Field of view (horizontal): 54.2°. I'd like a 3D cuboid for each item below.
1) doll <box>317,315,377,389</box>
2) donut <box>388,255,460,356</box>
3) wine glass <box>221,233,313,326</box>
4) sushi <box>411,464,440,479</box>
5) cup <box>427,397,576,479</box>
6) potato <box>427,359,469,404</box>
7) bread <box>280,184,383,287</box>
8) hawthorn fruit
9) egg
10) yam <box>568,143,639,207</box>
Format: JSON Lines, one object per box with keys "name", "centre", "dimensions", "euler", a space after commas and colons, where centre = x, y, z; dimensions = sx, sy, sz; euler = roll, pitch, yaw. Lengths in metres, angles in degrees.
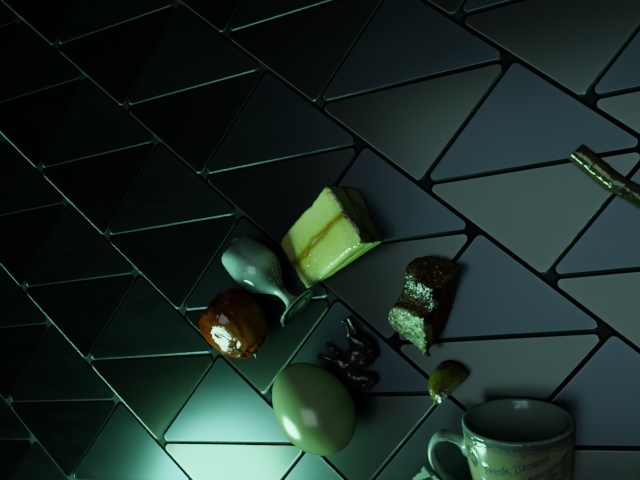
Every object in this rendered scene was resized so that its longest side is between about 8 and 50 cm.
{"name": "doll", "centre": [0.083, 0.291, 1.549], "dimensions": [0.165, 0.057, 0.139], "euler": [41, 105, 9]}
{"name": "donut", "centre": [0.241, 0.145, 1.448], "dimensions": [0.126, 0.144, 0.186], "euler": [26, 132, 28]}
{"name": "wine glass", "centre": [-0.139, 0.097, 1.609], "dimensions": [0.241, 0.126, 0.126], "euler": [42, 107, 15]}
{"name": "sushi", "centre": [0.320, 0.675, 1.398], "dimensions": [0.339, 0.069, 0.320], "euler": [41, 137, 21]}
{"name": "cup", "centre": [0.381, 0.493, 1.321], "dimensions": [0.301, 0.227, 0.256], "euler": [-2, 96, 17]}
{"name": "potato", "centre": [0.281, 0.323, 1.432], "dimensions": [0.066, 0.103, 0.096], "euler": [46, 107, 14]}
{"name": "bread", "centre": [-0.002, 0.002, 1.524], "dimensions": [0.264, 0.163, 0.167], "euler": [-37, 77, 21]}
{"name": "hawthorn fruit", "centre": [-0.222, 0.213, 1.637], "dimensions": [0.179, 0.173, 0.173], "euler": [24, 101, 0]}
{"name": "egg", "centre": [-0.018, 0.407, 1.523], "dimensions": [0.186, 0.186, 0.241], "euler": [-47, 71, 18]}
{"name": "yam", "centre": [0.657, -0.084, 1.286], "dimensions": [0.327, 0.045, 0.045], "euler": [43, 137, 17]}
